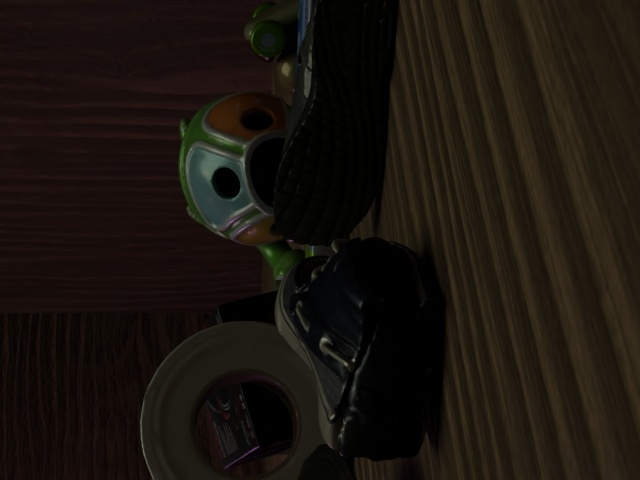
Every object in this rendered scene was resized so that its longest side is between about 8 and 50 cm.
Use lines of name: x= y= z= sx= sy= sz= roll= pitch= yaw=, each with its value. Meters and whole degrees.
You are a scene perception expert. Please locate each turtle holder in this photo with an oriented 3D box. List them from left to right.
turtle holder: x=-0.108 y=-0.086 z=1.988 sx=0.227 sy=0.243 sz=0.320 roll=-163 pitch=82 yaw=-67

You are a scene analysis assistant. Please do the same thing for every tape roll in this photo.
tape roll: x=-0.101 y=0.256 z=1.636 sx=0.100 sy=0.286 sz=0.286 roll=110 pitch=160 yaw=-74

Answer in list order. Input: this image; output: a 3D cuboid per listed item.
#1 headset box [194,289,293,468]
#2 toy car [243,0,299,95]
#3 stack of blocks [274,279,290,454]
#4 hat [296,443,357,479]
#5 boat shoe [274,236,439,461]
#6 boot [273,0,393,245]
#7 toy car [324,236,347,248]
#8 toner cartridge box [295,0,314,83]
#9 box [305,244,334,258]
headset box: x=-0.109 y=0.224 z=1.853 sx=0.293 sy=0.110 sz=0.218 roll=134 pitch=121 yaw=-67
toy car: x=-0.012 y=-0.268 z=1.766 sx=0.188 sy=0.149 sz=0.155 roll=62 pitch=-171 yaw=-21
stack of blocks: x=-0.041 y=0.201 z=2.018 sx=0.171 sy=0.087 sz=0.297 roll=-97 pitch=10 yaw=-47
hat: x=0.020 y=0.370 z=1.139 sx=0.331 sy=0.134 sz=0.331 roll=-163 pitch=90 yaw=-75
boat shoe: x=0.039 y=0.053 z=1.130 sx=0.340 sy=0.127 sz=0.158 roll=-119 pitch=35 yaw=-63
boot: x=0.021 y=-0.180 z=1.394 sx=0.222 sy=0.118 sz=0.338 roll=-93 pitch=17 yaw=-61
toy car: x=0.033 y=0.008 z=1.638 sx=0.040 sy=0.060 sz=0.122 roll=-46 pitch=35 yaw=6
toner cartridge box: x=0.008 y=-0.216 z=1.599 sx=0.165 sy=0.075 sz=0.348 roll=-102 pitch=14 yaw=-62
box: x=0.000 y=0.000 z=1.843 sx=0.109 sy=0.042 sz=0.178 roll=-112 pitch=23 yaw=-74
